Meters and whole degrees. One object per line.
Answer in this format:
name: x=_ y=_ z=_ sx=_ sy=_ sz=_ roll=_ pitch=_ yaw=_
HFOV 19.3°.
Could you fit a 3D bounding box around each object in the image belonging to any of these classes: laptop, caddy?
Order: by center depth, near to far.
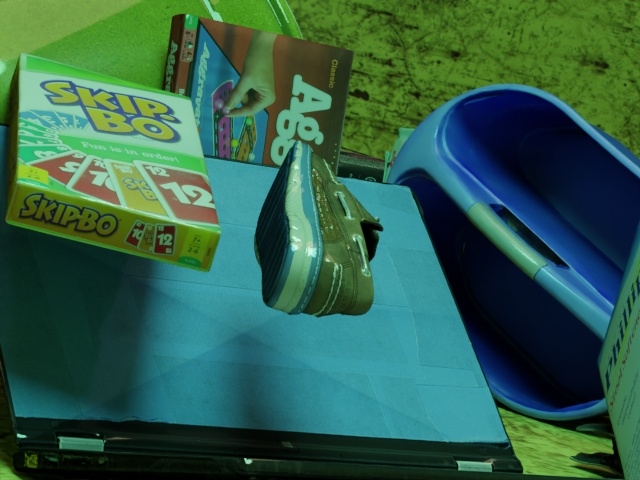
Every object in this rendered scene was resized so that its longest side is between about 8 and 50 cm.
laptop: x=0.015 y=0.038 z=1.163 sx=0.382 sy=0.236 sz=0.408 roll=7 pitch=-8 yaw=-32
caddy: x=0.204 y=0.013 z=1.704 sx=0.341 sy=0.241 sz=0.179 roll=45 pitch=16 yaw=32

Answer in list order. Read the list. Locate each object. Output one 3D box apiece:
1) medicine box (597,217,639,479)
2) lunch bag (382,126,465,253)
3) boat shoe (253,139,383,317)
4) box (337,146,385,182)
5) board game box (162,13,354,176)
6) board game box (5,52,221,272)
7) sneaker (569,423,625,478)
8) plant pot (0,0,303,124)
medicine box: x=0.354 y=0.113 z=1.329 sx=0.264 sy=0.149 sz=0.289 roll=12 pitch=23 yaw=-3
lunch bag: x=0.171 y=0.008 z=1.944 sx=0.262 sy=0.223 sz=0.160 roll=13 pitch=0 yaw=25
boat shoe: x=0.000 y=0.000 z=1.142 sx=0.066 sy=0.066 sz=0.183 roll=20 pitch=26 yaw=-11
box: x=-0.002 y=-0.026 z=2.173 sx=0.143 sy=0.165 sz=0.270 roll=8 pitch=7 yaw=-28
board game box: x=-0.060 y=-0.015 z=1.388 sx=0.145 sy=0.281 sz=0.027 roll=9 pitch=-2 yaw=-31
board game box: x=-0.136 y=-0.058 z=1.200 sx=0.124 sy=0.039 sz=0.259 roll=14 pitch=18 yaw=-15
sneaker: x=0.278 y=0.176 z=1.428 sx=0.089 sy=0.051 sz=0.170 roll=-1 pitch=15 yaw=-34
plant pot: x=-0.252 y=-0.071 z=1.455 sx=0.366 sy=0.366 sz=0.353 roll=17 pitch=20 yaw=37
